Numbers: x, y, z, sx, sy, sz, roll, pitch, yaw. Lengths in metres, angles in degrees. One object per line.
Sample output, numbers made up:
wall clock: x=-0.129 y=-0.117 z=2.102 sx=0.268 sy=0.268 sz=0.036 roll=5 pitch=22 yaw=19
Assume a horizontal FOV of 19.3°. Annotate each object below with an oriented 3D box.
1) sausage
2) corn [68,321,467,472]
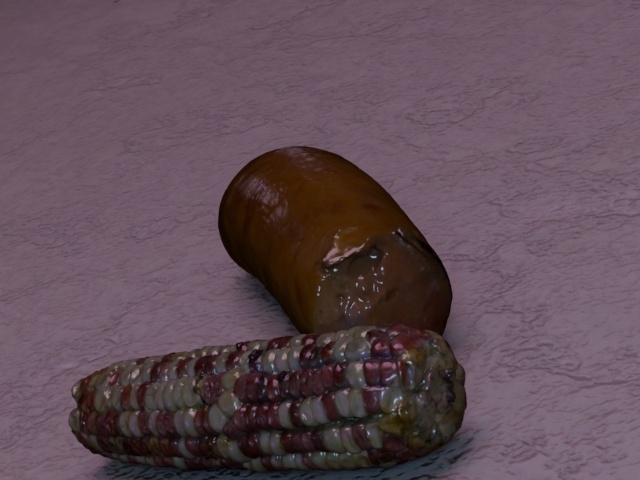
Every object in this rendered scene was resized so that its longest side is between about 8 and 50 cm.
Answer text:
sausage: x=-0.002 y=0.000 z=1.186 sx=0.109 sy=0.109 sz=0.270 roll=-20 pitch=18 yaw=-10
corn: x=-0.035 y=0.087 z=1.018 sx=0.237 sy=0.079 sz=0.079 roll=-4 pitch=23 yaw=32
